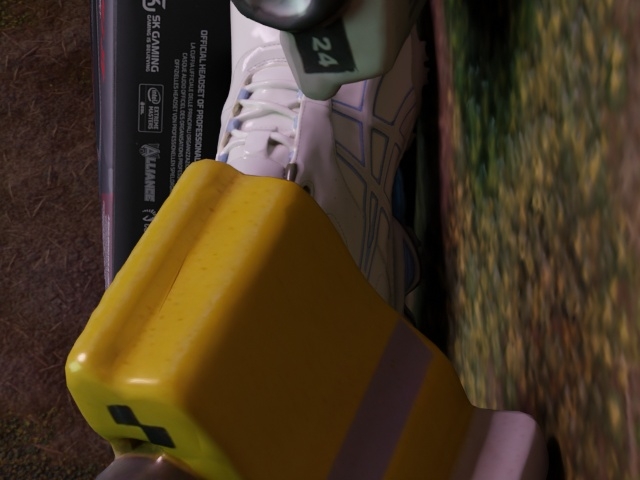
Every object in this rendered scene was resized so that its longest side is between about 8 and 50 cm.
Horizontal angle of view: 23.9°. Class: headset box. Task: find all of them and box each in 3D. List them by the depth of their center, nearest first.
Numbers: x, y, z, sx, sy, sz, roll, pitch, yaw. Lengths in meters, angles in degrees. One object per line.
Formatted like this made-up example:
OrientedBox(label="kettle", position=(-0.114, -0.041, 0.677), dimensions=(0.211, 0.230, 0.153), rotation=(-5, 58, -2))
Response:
OrientedBox(label="headset box", position=(-0.049, -0.111, 0.694), dimensions=(0.293, 0.110, 0.218), rotation=(-103, 16, -50))

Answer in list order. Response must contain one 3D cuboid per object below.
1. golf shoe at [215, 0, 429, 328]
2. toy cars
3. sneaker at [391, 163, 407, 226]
OrientedBox(label="golf shoe", position=(-0.006, -0.032, 0.506), dimensions=(0.086, 0.069, 0.176), rotation=(-15, -82, -64))
OrientedBox(label="toy cars", position=(0.013, -0.032, 0.405), dimensions=(0.176, 0.087, 0.393), rotation=(0, -90, -63))
OrientedBox(label="sneaker", position=(0.000, 0.000, 0.583), dimensions=(0.053, 0.059, 0.144), rotation=(-111, 22, -69))
